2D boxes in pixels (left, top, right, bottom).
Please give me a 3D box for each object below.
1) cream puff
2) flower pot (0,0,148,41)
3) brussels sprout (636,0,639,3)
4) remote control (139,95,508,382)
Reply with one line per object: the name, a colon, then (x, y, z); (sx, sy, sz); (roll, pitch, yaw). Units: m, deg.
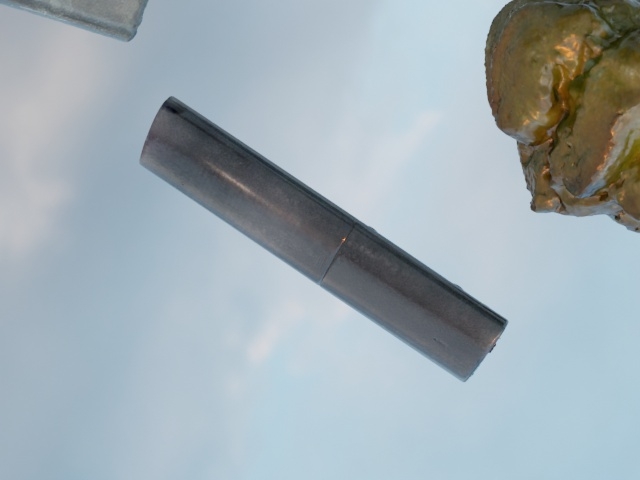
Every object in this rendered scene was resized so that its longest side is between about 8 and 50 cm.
cream puff: (0.249, -0.111, 1.575); (0.244, 0.244, 0.196); (-136, -127, -61)
flower pot: (-0.138, -0.253, 1.273); (0.229, 0.108, 0.103); (-57, -150, 28)
brussels sprout: (0.366, -0.178, 1.882); (0.143, 0.161, 0.181); (7, -106, 38)
remote control: (0.000, 0.000, 1.771); (0.044, 0.377, 0.107); (-54, 176, -31)
